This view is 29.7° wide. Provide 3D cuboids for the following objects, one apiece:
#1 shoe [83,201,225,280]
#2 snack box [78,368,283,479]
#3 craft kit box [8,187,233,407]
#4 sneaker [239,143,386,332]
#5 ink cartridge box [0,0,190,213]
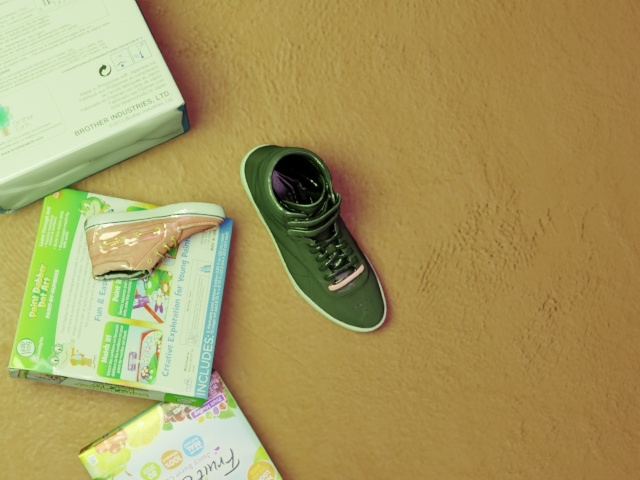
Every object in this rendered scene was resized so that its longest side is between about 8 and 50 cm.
[{"bbox_3d":[-0.204,0.004,1.512,0.178,0.063,0.081,-7,73,-10],"label":"shoe"},{"bbox_3d":[-0.181,0.294,1.571,0.207,0.070,0.174,-31,92,-8],"label":"snack box"},{"bbox_3d":[-0.250,0.071,1.536,0.247,0.061,0.249,12,68,-12],"label":"craft kit box"},{"bbox_3d":[-0.001,0.000,1.571,0.105,0.147,0.295,-34,96,-11],"label":"sneaker"},{"bbox_3d":[-0.365,-0.270,1.495,0.270,0.151,0.395,-25,85,-10],"label":"ink cartridge box"}]
